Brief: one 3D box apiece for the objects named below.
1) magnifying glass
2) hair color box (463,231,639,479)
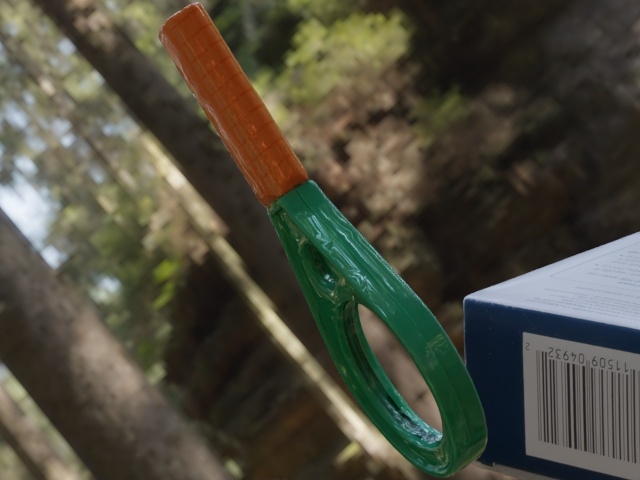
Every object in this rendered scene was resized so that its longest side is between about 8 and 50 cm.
[{"bbox_3d":[0.000,0.000,0.851,0.026,0.231,0.092,-33,-3,-20],"label":"magnifying glass"},{"bbox_3d":[0.255,0.054,1.161,0.347,0.174,0.105,-18,-69,-46],"label":"hair color box"}]
